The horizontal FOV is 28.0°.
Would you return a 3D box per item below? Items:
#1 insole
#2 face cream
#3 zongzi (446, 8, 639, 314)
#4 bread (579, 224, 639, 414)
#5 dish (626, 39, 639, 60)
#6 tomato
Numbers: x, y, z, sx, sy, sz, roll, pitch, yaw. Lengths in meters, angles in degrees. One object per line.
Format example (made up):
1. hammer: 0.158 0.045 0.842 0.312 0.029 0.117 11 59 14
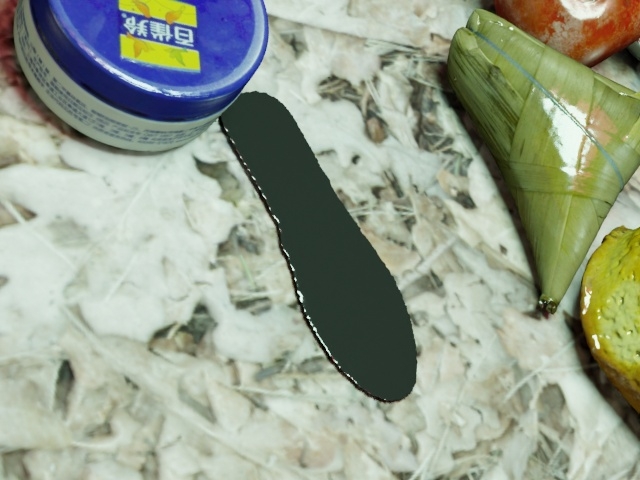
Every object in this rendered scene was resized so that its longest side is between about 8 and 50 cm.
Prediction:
1. insole: 0.000 0.000 1.157 0.109 0.007 0.322 -17 71 -38
2. face cream: -0.157 -0.182 1.109 0.206 0.111 0.205 14 57 -23
3. zongzi: 0.193 -0.081 1.278 0.228 0.115 0.256 29 75 5
4. bread: 0.382 0.086 1.238 0.268 0.146 0.268 19 54 -28
5. dish: 0.404 -0.252 1.500 0.191 0.066 0.190 11 58 -18
6. tomato: 0.268 -0.266 1.377 0.187 0.151 0.187 2 69 -6
